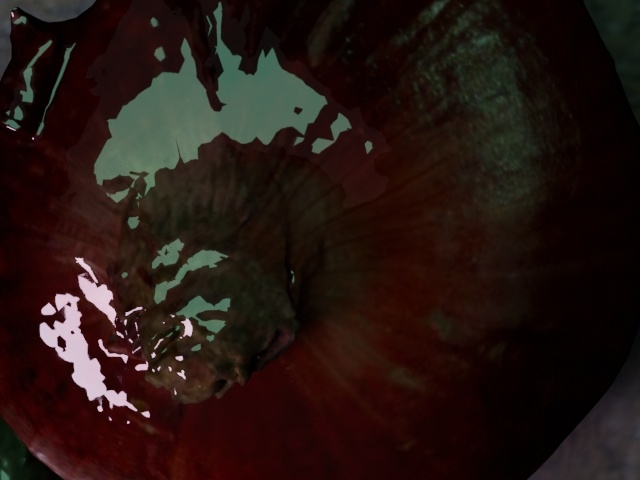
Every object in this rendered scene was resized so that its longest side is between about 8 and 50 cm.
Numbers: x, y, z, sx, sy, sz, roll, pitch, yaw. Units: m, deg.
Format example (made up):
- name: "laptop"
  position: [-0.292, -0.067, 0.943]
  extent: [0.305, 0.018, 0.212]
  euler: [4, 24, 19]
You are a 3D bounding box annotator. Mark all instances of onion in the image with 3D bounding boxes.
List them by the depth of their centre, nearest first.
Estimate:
- name: "onion"
  position: [-0.002, 0.001, 0.637]
  extent: [0.341, 0.341, 0.341]
  euler: [-5, 80, 27]

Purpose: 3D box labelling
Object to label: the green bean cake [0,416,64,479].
- name: "green bean cake"
  position: [-0.170, 0.089, 0.767]
  extent: [0.094, 0.183, 0.185]
  euler: [-17, 74, 23]
